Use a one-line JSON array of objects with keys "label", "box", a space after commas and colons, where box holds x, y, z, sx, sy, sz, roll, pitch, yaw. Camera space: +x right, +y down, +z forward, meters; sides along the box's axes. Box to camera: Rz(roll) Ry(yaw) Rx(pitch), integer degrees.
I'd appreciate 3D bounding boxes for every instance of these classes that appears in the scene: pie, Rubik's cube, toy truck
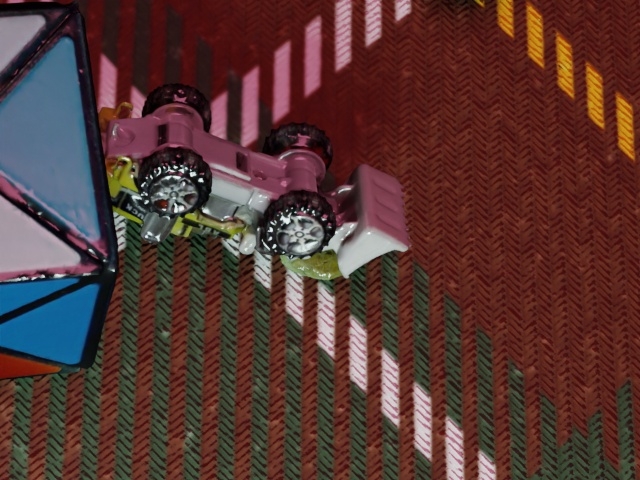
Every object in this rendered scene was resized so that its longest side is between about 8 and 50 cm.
[{"label": "pie", "box": [0.000, 0.000, 1.796, 0.084, 0.020, 0.084, 4, 68, -10]}, {"label": "Rubik's cube", "box": [-0.310, -0.030, 1.613, 0.246, 0.248, 0.250, -5, 70, -16]}, {"label": "toy truck", "box": [-0.066, -0.041, 1.721, 0.286, 0.111, 0.136, 18, 36, -17]}]
